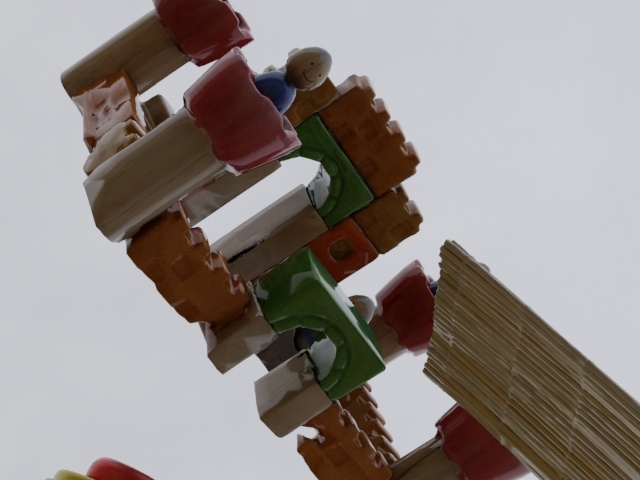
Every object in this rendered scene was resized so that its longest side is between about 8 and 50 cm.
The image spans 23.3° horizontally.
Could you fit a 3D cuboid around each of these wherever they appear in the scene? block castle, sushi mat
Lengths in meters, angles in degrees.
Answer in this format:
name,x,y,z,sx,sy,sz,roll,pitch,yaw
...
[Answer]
name,x,y,z,sx,sy,sz,roll,pitch,yaw
block castle,0.000,0.000,1.292,0.212,0.303,0.453,-34,-60,6
sushi mat,0.180,0.138,1.093,0.316,0.019,0.151,43,-36,38

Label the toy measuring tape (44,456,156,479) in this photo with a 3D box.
name,x,y,z,sx,sy,sz,roll,pitch,yaw
toy measuring tape,-0.144,0.202,1.055,0.121,0.330,0.121,3,-103,-13
